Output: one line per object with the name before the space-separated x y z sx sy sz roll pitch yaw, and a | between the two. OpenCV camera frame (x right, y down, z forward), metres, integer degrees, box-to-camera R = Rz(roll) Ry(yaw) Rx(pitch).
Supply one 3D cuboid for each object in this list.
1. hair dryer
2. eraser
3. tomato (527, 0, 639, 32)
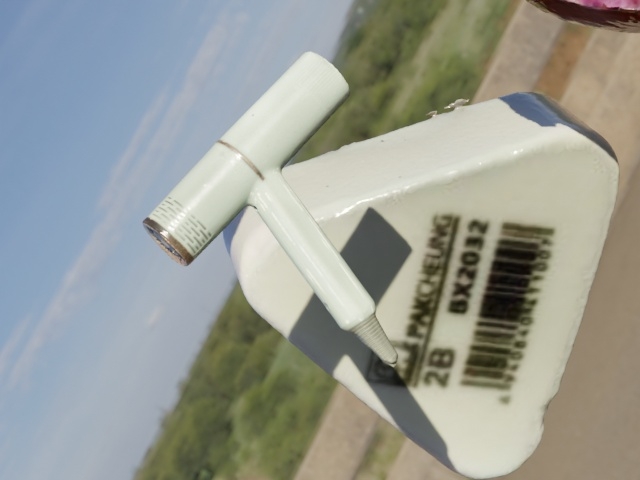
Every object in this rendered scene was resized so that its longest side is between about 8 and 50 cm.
hair dryer | 0.007 -0.005 0.910 0.155 0.183 0.044 -48 1 -11
eraser | 0.110 0.055 1.282 0.331 0.331 0.150 -62 22 15
tomato | 0.255 -0.262 1.068 0.176 0.335 0.289 39 -113 -51
